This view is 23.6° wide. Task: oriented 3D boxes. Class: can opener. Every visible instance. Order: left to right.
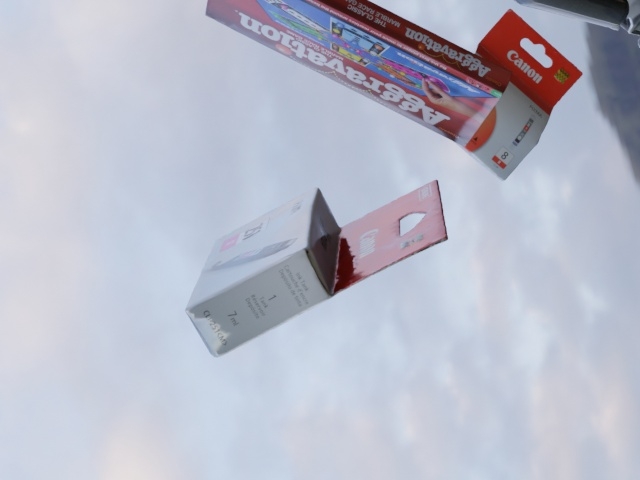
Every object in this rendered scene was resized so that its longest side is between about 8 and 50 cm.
[{"bbox_3d":[0.248,-0.194,1.220,0.095,0.076,0.283,43,-156,28],"label":"can opener"}]

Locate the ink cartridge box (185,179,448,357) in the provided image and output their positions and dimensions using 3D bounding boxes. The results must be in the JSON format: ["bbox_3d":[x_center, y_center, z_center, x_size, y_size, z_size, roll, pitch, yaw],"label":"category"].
[{"bbox_3d":[0.000,0.000,1.482,0.060,0.239,0.275,60,-171,-11],"label":"ink cartridge box"}]

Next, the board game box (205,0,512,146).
[{"bbox_3d":[0.029,-0.181,1.405,0.027,0.281,0.145,-64,0,-16],"label":"board game box"}]

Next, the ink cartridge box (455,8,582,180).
[{"bbox_3d":[0.244,-0.188,2.010,0.145,0.179,0.045,38,-170,-19],"label":"ink cartridge box"}]
